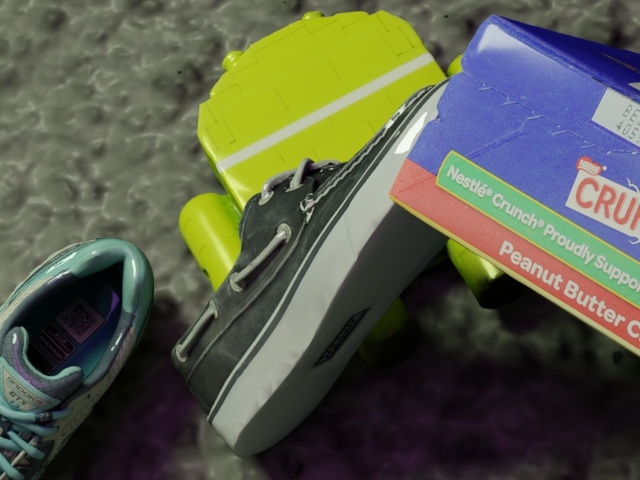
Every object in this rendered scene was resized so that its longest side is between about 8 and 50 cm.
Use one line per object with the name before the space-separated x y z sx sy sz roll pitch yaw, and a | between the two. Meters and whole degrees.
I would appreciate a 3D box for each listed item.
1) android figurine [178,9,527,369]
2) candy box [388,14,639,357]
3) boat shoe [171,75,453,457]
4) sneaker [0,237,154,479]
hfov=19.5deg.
android figurine | 0.023 -0.048 1.246 0.248 0.056 0.273 -30 59 -6
candy box | 0.237 0.000 1.013 0.268 0.317 0.122 35 105 29
boat shoe | 0.000 0.000 1.097 0.108 0.301 0.102 -21 63 -46
sneaker | -0.202 0.104 1.138 0.110 0.122 0.283 36 69 -6
